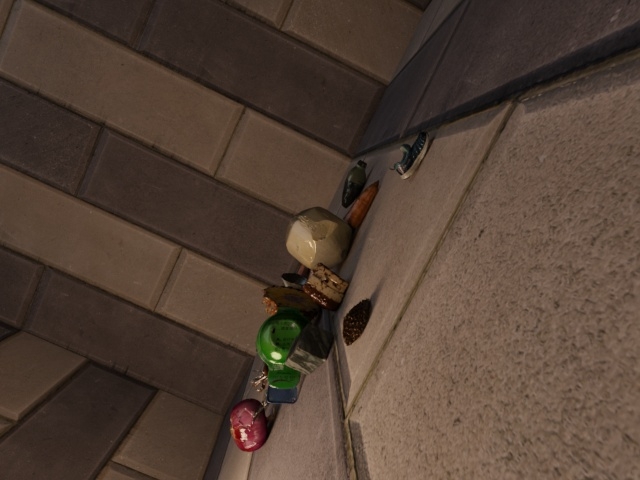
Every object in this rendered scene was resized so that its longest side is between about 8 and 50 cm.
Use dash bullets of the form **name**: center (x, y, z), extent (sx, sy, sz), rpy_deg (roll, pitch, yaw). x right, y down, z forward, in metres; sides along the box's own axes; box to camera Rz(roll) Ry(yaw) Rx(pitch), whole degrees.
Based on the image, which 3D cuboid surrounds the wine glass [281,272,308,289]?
- **wine glass**: center (-0.148, 0.293, 2.150), extent (0.156, 0.156, 0.232), rpy_deg (-85, 10, -76)

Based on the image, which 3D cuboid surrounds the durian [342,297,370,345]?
- **durian**: center (0.091, 0.187, 1.006), extent (0.130, 0.052, 0.066), rpy_deg (-63, -34, -25)

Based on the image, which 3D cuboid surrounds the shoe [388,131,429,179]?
- **shoe**: center (0.252, -0.242, 1.199), extent (0.142, 0.071, 0.064), rpy_deg (-59, 6, 8)

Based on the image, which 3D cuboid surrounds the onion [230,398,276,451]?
- **onion**: center (-0.247, 0.652, 1.521), extent (0.177, 0.154, 0.177), rpy_deg (-50, 29, 42)

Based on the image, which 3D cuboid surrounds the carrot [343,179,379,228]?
- **carrot**: center (0.171, -0.146, 1.671), extent (0.205, 0.072, 0.072), rpy_deg (-55, 6, 9)

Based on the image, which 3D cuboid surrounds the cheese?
- **cheese**: center (-0.115, 0.366, 1.404), extent (0.083, 0.204, 0.320), rpy_deg (87, -175, -60)

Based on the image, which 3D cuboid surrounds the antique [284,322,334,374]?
- **antique**: center (-0.039, 0.329, 1.281), extent (0.086, 0.088, 0.183), rpy_deg (-67, 6, -36)

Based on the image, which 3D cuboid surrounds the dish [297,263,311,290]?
- **dish**: center (-0.067, 0.182, 2.303), extent (0.213, 0.091, 0.213), rpy_deg (-157, 90, -84)

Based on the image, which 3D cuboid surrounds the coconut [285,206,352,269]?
- **coconut**: center (0.000, 0.000, 1.684), extent (0.245, 0.247, 0.244), rpy_deg (-31, -40, -30)

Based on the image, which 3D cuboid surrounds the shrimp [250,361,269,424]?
- **shrimp**: center (-0.137, 0.457, 1.501), extent (0.372, 0.137, 0.172), rpy_deg (-53, -36, -13)

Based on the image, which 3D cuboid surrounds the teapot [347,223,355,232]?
- **teapot**: center (0.114, -0.036, 1.802), extent (0.110, 0.043, 0.042), rpy_deg (117, 177, -72)

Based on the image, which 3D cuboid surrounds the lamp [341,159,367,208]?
- **lamp**: center (0.165, -0.279, 2.137), extent (0.101, 0.101, 0.249), rpy_deg (-96, 29, -81)

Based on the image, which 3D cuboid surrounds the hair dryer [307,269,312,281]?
- **hair dryer**: center (-0.038, 0.179, 2.045), extent (0.189, 0.107, 0.343), rpy_deg (135, 154, -77)

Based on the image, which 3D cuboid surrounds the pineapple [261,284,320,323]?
- **pineapple**: center (-0.143, 0.341, 1.682), extent (0.262, 0.263, 0.271), rpy_deg (-89, 15, -78)

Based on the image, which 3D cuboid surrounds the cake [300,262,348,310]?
- **cake**: center (0.041, 0.185, 1.452), extent (0.112, 0.135, 0.246), rpy_deg (-54, -27, -12)
